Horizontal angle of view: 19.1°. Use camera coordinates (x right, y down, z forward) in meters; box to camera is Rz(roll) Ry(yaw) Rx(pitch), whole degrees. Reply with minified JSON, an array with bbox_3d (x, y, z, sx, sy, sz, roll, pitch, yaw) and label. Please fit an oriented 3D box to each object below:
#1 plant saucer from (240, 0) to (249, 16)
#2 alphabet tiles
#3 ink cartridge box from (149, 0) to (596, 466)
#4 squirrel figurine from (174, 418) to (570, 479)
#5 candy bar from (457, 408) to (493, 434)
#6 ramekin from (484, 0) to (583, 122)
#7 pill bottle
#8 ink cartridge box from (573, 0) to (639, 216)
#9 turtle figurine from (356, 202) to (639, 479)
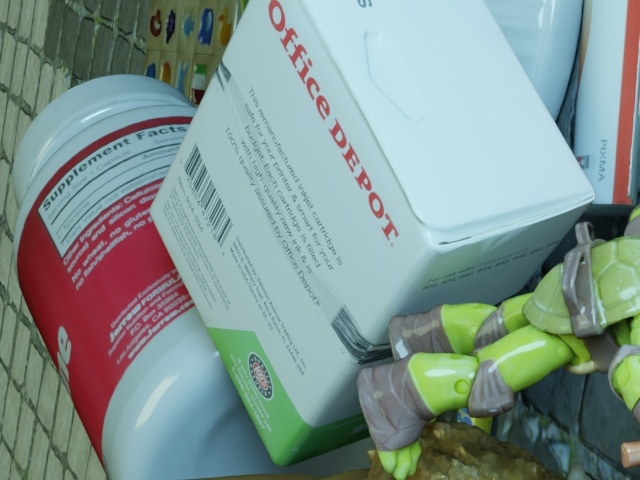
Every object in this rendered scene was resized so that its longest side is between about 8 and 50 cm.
[{"bbox_3d":[-0.008,-0.172,1.557,0.188,0.045,0.188,131,138,-55],"label":"plant saucer"},{"bbox_3d":[-0.139,-0.131,1.915,0.285,0.011,0.343,-164,80,-68],"label":"alphabet tiles"},{"bbox_3d":[0.018,-0.022,1.103,0.198,0.114,0.273,63,149,20],"label":"ink cartridge box"},{"bbox_3d":[0.024,0.309,1.009,0.397,0.281,0.370,-40,32,43],"label":"squirrel figurine"},{"bbox_3d":[0.107,0.064,1.255,0.040,0.018,0.161,-169,86,-68],"label":"candy bar"},{"bbox_3d":[0.058,-0.154,1.284,0.273,0.127,0.273,-174,90,-67],"label":"ramekin"},{"bbox_3d":[-0.100,0.042,1.440,0.408,0.229,0.229,54,134,50],"label":"pill bottle"},{"bbox_3d":[0.156,-0.087,1.030,0.179,0.045,0.145,12,-97,-77],"label":"ink cartridge box"},{"bbox_3d":[0.127,0.045,0.901,0.217,0.087,0.269,-21,28,22],"label":"turtle figurine"}]
